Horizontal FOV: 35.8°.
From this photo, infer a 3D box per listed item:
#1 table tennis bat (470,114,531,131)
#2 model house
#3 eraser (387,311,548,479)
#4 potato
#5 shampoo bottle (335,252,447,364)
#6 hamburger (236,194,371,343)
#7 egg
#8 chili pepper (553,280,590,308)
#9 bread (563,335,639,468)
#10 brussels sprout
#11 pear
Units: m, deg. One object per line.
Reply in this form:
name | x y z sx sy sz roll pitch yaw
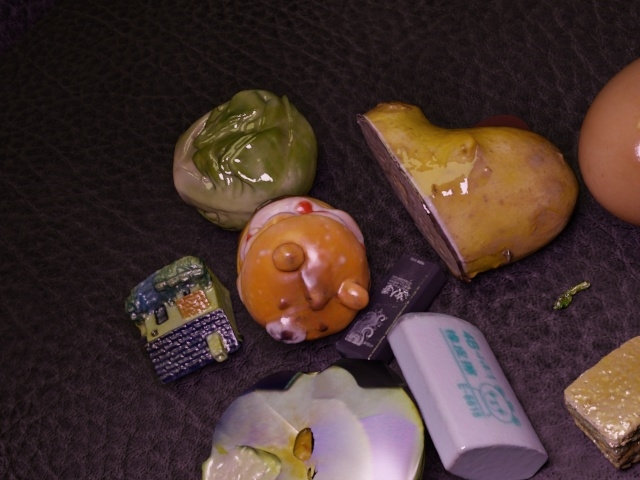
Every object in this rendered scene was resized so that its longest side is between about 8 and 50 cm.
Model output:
table tennis bat | 0.377 -0.166 2.045 0.154 0.021 0.274 -24 44 10
model house | -0.275 0.177 1.999 0.194 0.170 0.211 -26 46 3
eraser | 0.238 0.257 1.648 0.104 0.189 0.290 -54 38 27
potato | 0.294 -0.134 1.883 0.296 0.290 0.397 -30 61 -1
shampoo bottle | 0.114 0.165 1.870 0.098 0.071 0.309 23 68 37
hamburger | -0.027 0.066 1.857 0.276 0.276 0.237 -32 22 0
egg | 0.624 -0.186 1.730 0.374 0.301 0.301 -40 45 -14
chili pepper | 0.447 0.098 1.780 0.083 0.022 0.027 -36 43 -9
bread | 0.498 0.249 1.567 0.196 0.102 0.138 -37 47 -9
brussels sprout | -0.159 -0.183 2.196 0.328 0.247 0.328 -13 46 14
pear | 0.007 0.396 1.659 0.399 0.165 0.398 -15 47 17
